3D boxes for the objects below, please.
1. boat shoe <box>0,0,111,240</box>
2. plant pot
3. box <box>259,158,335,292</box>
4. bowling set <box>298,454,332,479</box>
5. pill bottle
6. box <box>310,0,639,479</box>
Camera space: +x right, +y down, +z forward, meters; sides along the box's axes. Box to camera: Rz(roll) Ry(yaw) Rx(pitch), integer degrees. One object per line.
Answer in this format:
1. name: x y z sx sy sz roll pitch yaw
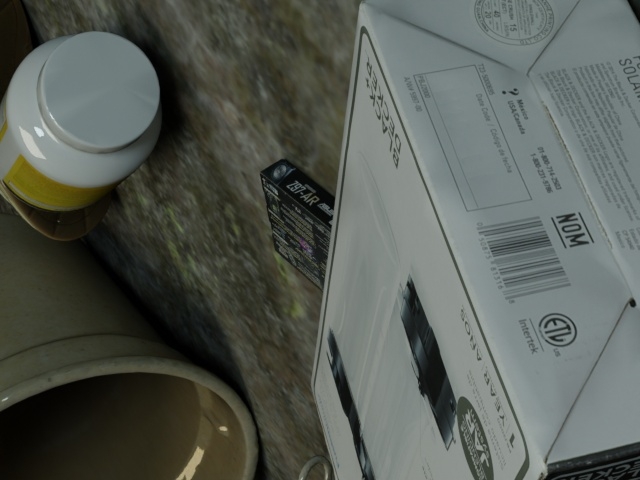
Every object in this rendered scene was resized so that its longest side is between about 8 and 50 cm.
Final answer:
1. boat shoe: -0.284 -0.135 0.984 0.098 0.109 0.302 16 140 57
2. plant pot: -0.270 0.145 1.104 0.305 0.333 0.334 52 161 44
3. box: 0.000 0.000 0.678 0.083 0.018 0.067 39 152 38
4. bowling set: 0.104 0.234 0.659 0.200 0.154 0.287 -32 89 42
5. pill bottle: -0.167 -0.081 0.807 0.103 0.103 0.184 59 158 -5
6. box: 0.065 0.058 0.458 0.290 0.087 0.169 97 159 -57
